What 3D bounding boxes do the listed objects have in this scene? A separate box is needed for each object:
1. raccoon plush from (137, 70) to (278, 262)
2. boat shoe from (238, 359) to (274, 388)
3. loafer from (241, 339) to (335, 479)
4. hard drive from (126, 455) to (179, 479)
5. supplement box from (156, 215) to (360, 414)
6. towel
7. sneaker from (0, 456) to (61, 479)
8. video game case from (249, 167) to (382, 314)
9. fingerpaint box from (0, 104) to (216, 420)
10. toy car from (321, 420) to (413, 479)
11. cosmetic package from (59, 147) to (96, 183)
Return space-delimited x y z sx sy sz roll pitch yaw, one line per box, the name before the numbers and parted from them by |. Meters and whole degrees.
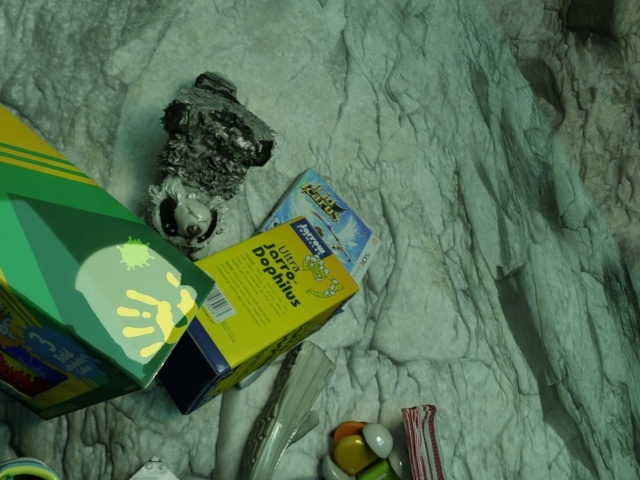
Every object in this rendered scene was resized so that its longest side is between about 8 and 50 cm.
raccoon plush | -0.238 -0.150 1.213 0.216 0.299 0.446 27 22 -10
boat shoe | -0.125 0.243 1.177 0.040 0.049 0.142 34 47 16
loafer | -0.053 0.345 1.141 0.111 0.112 0.320 36 51 -11
hard drive | -0.299 0.528 0.857 0.237 0.064 0.339 46 47 6
supplement box | -0.135 0.128 1.083 0.356 0.194 0.195 -26 73 -42
towel | 0.240 0.478 1.253 0.329 0.037 0.237 39 41 -67
sneaker | -0.480 0.365 0.721 0.319 0.208 0.127 -20 85 -41
video game case | 0.000 0.000 1.369 0.269 0.061 0.244 45 49 -15
fingerpaint box | -0.410 0.055 0.752 0.371 0.444 0.163 43 51 -17
toy car | 0.098 0.452 1.213 0.182 0.159 0.136 48 11 -16
cosmetic package | -0.420 -0.019 0.993 0.107 0.127 0.238 -33 95 -43
